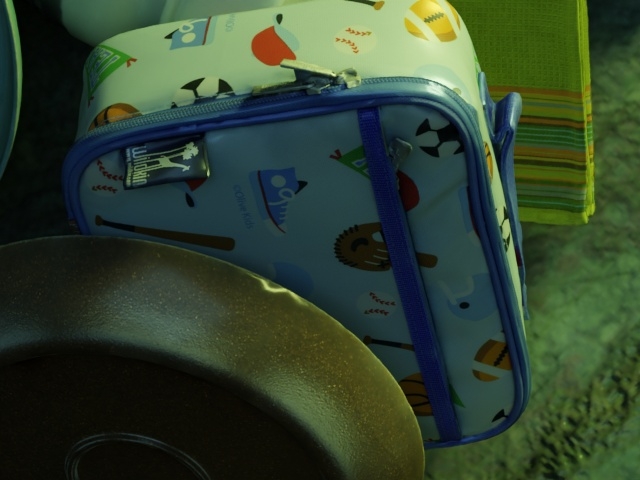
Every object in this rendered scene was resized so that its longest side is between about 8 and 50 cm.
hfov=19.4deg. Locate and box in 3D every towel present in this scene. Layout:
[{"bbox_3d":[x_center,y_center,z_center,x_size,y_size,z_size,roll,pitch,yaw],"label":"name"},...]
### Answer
[{"bbox_3d":[0.106,-0.119,1.101,0.102,0.021,0.237,1,116,15],"label":"towel"}]

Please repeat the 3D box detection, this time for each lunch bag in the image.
[{"bbox_3d":[0.000,0.000,1.042,0.243,0.303,0.115,-7,45,10],"label":"lunch bag"}]

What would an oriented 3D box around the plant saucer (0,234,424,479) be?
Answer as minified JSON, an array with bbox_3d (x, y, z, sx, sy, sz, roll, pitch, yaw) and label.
[{"bbox_3d":[-0.097,0.122,1.058,0.310,0.311,0.050,6,46,8],"label":"plant saucer"}]

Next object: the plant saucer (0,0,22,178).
[{"bbox_3d":[-0.303,-0.133,1.094,0.317,0.044,0.318,11,118,21],"label":"plant saucer"}]

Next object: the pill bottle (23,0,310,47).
[{"bbox_3d":[-0.144,-0.242,1.109,0.361,0.204,0.204,35,93,9],"label":"pill bottle"}]
